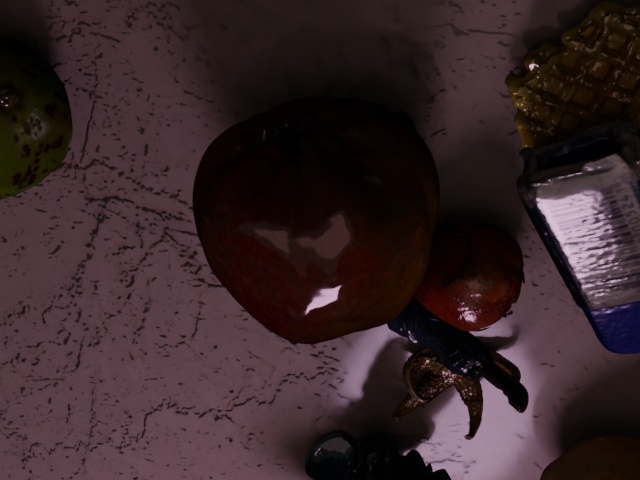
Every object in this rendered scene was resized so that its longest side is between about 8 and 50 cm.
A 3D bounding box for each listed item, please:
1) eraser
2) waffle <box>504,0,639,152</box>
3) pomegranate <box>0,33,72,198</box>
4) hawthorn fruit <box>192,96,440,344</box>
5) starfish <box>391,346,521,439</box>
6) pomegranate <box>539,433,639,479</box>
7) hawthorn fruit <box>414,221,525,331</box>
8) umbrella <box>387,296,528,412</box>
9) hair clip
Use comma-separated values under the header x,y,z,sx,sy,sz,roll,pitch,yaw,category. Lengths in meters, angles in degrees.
x,y,z,sx,sy,sz,roll,pitch,yaw,category
0.373,0.002,1.323,0.155,0.101,0.332,-15,129,28,eraser
0.365,-0.160,1.297,0.291,0.051,0.291,4,124,5,waffle
-0.435,-0.155,1.362,0.211,0.211,0.263,51,149,-19,pomegranate
0.003,-0.016,1.301,0.308,0.308,0.324,-21,115,20,hawthorn fruit
0.188,0.211,1.527,0.146,0.074,0.190,41,117,-12,starfish
0.430,0.384,1.515,0.233,0.233,0.233,4,120,7,pomegranate
0.183,0.040,1.399,0.172,0.148,0.148,22,122,16,hawthorn fruit
0.187,0.145,1.435,0.248,0.071,0.071,35,125,27,umbrella
0.068,0.413,1.592,0.194,0.206,0.310,30,115,-15,hair clip
